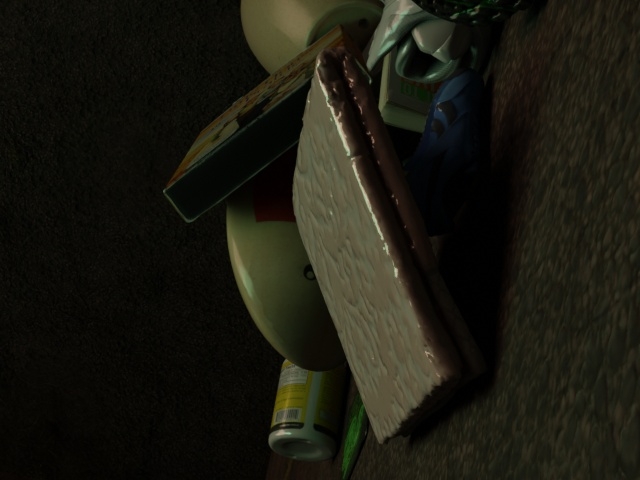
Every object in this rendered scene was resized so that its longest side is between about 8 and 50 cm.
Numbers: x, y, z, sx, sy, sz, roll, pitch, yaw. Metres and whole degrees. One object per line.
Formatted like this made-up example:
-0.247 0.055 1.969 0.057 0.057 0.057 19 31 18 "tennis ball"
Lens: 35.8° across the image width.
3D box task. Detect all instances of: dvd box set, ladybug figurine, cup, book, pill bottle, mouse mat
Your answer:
-0.068 -0.189 1.452 0.307 0.062 0.420 -36 13 11 "dvd box set"
0.000 0.000 1.459 0.162 0.305 0.449 -29 26 18 "ladybug figurine"
0.034 -0.377 1.747 0.237 0.331 0.331 -108 28 -59 "cup"
0.123 -0.188 1.207 0.144 0.096 0.035 -83 13 -45 "book"
-0.016 0.269 1.729 0.119 0.119 0.208 107 174 -57 "pill bottle"
0.054 0.279 1.490 0.153 0.007 0.190 -82 4 -45 "mouse mat"

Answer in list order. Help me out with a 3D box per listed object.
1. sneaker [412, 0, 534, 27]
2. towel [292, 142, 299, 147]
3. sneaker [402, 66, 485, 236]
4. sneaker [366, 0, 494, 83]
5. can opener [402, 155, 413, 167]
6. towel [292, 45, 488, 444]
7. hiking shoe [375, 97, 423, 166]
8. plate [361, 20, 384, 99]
0.174 -0.332 0.835 0.146 0.134 0.343 -72 6 -48 "sneaker"
-0.016 -0.031 1.783 0.243 0.040 0.336 -42 -57 -75 "towel"
0.140 -0.088 0.997 0.209 0.082 0.069 -63 -39 -27 "sneaker"
0.109 -0.282 1.163 0.366 0.137 0.210 -175 99 -75 "sneaker"
0.114 -0.073 1.342 0.280 0.074 0.093 -89 -24 -80 "can opener"
0.048 0.022 0.962 0.332 0.053 0.317 109 142 -69 "towel"
0.078 -0.148 1.217 0.086 0.114 0.227 -23 24 53 "hiking shoe"
0.110 -0.286 1.448 0.277 0.045 0.278 -62 10 -29 "plate"
